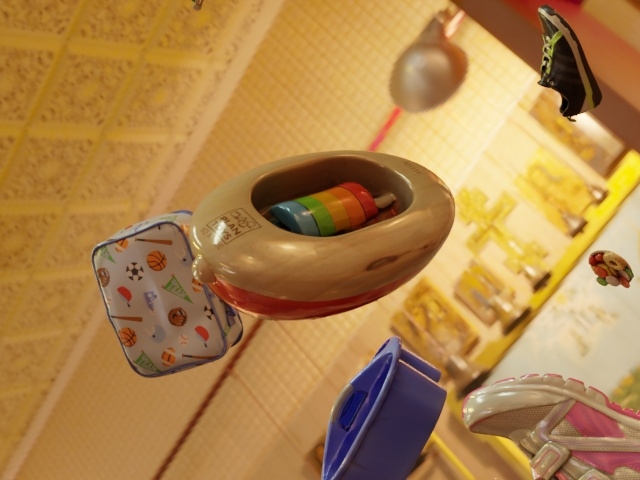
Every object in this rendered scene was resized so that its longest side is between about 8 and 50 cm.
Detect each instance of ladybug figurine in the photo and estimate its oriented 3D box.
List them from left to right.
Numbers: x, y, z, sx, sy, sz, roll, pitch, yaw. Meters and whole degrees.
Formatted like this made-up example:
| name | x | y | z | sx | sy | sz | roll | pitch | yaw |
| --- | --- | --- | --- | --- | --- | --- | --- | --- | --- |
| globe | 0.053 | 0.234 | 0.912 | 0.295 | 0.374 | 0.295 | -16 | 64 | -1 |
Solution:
| name | x | y | z | sx | sy | sz | roll | pitch | yaw |
| --- | --- | --- | --- | --- | --- | --- | --- | --- | --- |
| ladybug figurine | 0.000 | 0.000 | 1.679 | 0.449 | 0.305 | 0.162 | -16 | -49 | -31 |

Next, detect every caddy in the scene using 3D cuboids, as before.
| name | x | y | z | sx | sy | sz | roll | pitch | yaw |
| --- | --- | --- | --- | --- | --- | --- | --- | --- | --- |
| caddy | 0.111 | 0.361 | 2.270 | 0.341 | 0.179 | 0.241 | -63 | 5 | 11 |

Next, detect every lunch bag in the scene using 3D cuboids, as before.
| name | x | y | z | sx | sy | sz | roll | pitch | yaw |
| --- | --- | --- | --- | --- | --- | --- | --- | --- | --- |
| lunch bag | -0.281 | 0.106 | 2.118 | 0.243 | 0.303 | 0.115 | -19 | 8 | 20 |

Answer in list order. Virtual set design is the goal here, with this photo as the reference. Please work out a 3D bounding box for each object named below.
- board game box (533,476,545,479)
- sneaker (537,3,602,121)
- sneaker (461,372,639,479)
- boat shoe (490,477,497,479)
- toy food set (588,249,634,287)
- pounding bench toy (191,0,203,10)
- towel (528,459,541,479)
| name | x | y | z | sx | sy | sz | roll | pitch | yaw |
| --- | --- | --- | --- | --- | --- | --- | --- | --- | --- |
| board game box | 0.285 | 0.507 | 1.918 | 0.281 | 0.027 | 0.145 | -38 | 10 | 29 |
| sneaker | 0.449 | -0.327 | 2.110 | 0.097 | 0.084 | 0.235 | -28 | -70 | 7 |
| sneaker | 0.252 | 0.203 | 1.052 | 0.103 | 0.252 | 0.111 | 77 | -151 | -63 |
| boat shoe | 0.350 | 0.547 | 2.312 | 0.065 | 0.075 | 0.206 | -18 | 5 | 5 |
| toy food set | 0.489 | 0.048 | 1.887 | 0.020 | 0.083 | 0.083 | -50 | -63 | -27 |
| pounding bench toy | -0.185 | -0.347 | 1.490 | 0.083 | 0.065 | 0.052 | 108 | 177 | -53 |
| towel | 0.435 | 0.414 | 1.898 | 0.029 | 0.144 | 0.197 | -3 | -19 | -30 |
